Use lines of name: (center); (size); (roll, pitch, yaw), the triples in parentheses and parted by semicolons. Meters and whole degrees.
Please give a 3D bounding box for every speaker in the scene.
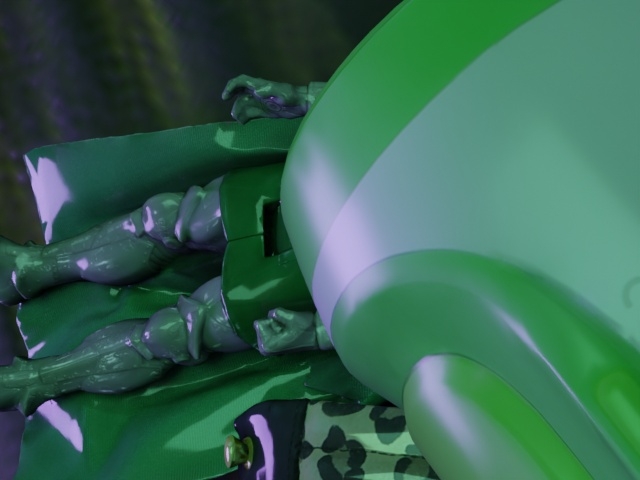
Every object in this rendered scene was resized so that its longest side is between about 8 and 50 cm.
speaker: (0.116, 0.073, 0.339); (0.131, 0.131, 0.296); (-43, 67, 14)

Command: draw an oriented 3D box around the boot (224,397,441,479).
boot: (-0.031, 0.134, 0.460); (0.236, 0.085, 0.179); (-2, 72, 25)

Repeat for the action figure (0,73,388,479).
action figure: (0.000, 0.000, 0.498); (0.232, 0.063, 0.137); (-16, 64, 24)
